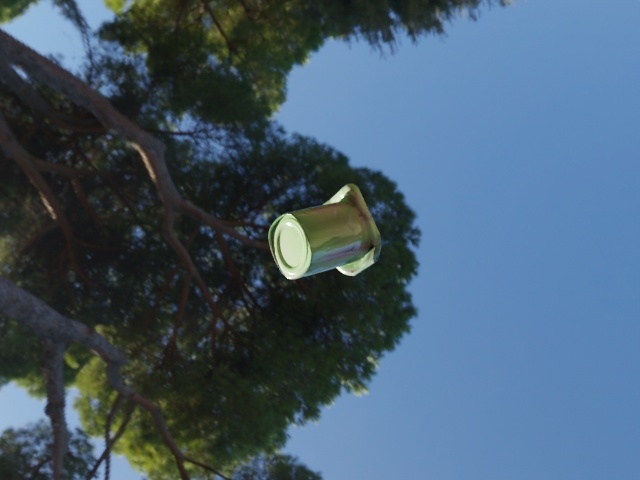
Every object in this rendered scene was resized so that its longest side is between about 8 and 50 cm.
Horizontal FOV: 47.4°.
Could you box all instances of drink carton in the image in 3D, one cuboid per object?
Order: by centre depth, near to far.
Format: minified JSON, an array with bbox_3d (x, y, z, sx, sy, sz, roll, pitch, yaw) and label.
[{"bbox_3d":[0.000,0.000,1.254,0.142,0.146,0.144,-15,-104,-40],"label":"drink carton"}]
